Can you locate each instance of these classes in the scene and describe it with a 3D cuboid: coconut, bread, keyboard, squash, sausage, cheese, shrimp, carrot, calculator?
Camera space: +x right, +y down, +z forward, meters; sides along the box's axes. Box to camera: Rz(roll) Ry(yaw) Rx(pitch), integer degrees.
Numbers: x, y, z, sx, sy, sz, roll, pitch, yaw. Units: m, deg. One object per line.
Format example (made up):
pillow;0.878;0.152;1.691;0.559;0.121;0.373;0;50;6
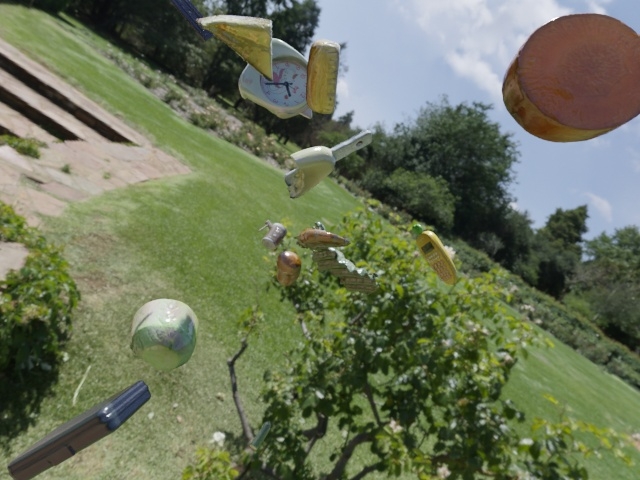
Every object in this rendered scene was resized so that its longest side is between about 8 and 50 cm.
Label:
coconut;-0.511;0.298;1.440;0.236;0.204;0.236;12;31;-7
bread;-0.203;-0.462;1.047;0.178;0.135;0.240;-1;28;-10
keyboard;-0.446;-0.779;1.502;0.204;0.061;0.013;48;-29;-12
squash;-0.171;0.564;1.272;0.027;0.027;0.083;35;50;7
bread;0.007;-0.542;1.462;0.106;0.236;0.140;4;34;-2
sausage;-0.128;0.110;1.778;0.109;0.109;0.270;35;-16;7
cheese;0.015;-0.188;1.021;0.049;0.235;0.127;61;-3;28
shrimp;0.000;-0.004;1.164;0.133;0.053;0.236;2;-3;-21
carrot;0.561;-0.346;0.949;0.307;0.258;0.100;4;6;2
calculator;0.381;0.043;1.464;0.234;0.032;0.146;60;-11;10

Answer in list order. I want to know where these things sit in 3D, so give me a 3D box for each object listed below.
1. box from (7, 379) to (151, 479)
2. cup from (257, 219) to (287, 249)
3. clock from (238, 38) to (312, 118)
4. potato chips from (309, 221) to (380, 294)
box;-0.455;0.363;0.847;0.050;0.230;0.160;60;6;-1
cup;-0.201;-0.025;1.850;0.074;0.099;0.102;3;-44;36
clock;-0.143;-0.622;1.761;0.324;0.265;0.108;33;-7;-2
potato chips;0.075;0.092;1.784;0.373;0.097;0.389;42;-14;8
